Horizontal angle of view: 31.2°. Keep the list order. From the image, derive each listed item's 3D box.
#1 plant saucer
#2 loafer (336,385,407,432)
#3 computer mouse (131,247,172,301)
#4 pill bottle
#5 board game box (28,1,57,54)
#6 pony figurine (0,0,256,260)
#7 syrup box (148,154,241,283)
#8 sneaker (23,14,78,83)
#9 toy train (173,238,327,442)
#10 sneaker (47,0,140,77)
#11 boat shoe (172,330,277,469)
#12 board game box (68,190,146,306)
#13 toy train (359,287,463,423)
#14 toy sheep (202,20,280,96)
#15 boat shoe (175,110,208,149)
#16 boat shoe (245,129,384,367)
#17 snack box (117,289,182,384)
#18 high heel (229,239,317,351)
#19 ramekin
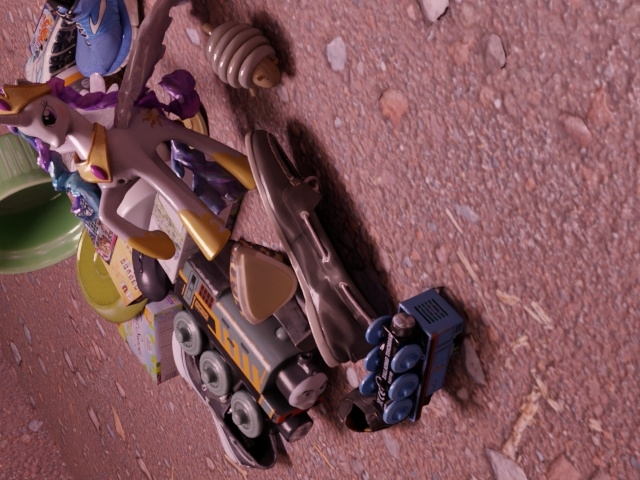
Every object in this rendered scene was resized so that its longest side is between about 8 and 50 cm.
[{"bbox_3d":[-0.400,0.038,2.191,0.241,0.037,0.241,-3,86,44],"label":"plant saucer"},{"bbox_3d":[0.057,0.243,1.625,0.062,0.061,0.170,64,154,1],"label":"loafer"},{"bbox_3d":[-0.314,-0.009,2.002,0.071,0.041,0.242,-17,89,35],"label":"computer mouse"},{"bbox_3d":[-0.348,-0.151,1.923,0.278,0.162,0.162,54,151,20],"label":"pill bottle"},{"bbox_3d":[-0.488,-0.349,2.149,0.136,0.035,0.201,63,153,4],"label":"board game box"},{"bbox_3d":[-0.257,-0.152,1.587,0.363,0.351,0.303,38,125,-10],"label":"pony figurine"},{"bbox_3d":[-0.203,-0.038,1.825,0.093,0.096,0.237,57,153,20],"label":"syrup box"},{"bbox_3d":[-0.469,-0.308,2.005,0.122,0.110,0.283,40,129,25],"label":"sneaker"},{"bbox_3d":[-0.113,0.156,1.793,0.334,0.142,0.190,50,140,27],"label":"toy train"},{"bbox_3d":[-0.363,-0.378,1.766,0.130,0.147,0.330,53,149,26],"label":"sneaker"},{"bbox_3d":[-0.157,0.266,1.987,0.102,0.108,0.301,4,118,61],"label":"boat shoe"},{"bbox_3d":[-0.344,-0.026,2.070,0.165,0.042,0.243,-35,79,33],"label":"board game box"},{"bbox_3d":[0.111,0.148,1.400,0.080,0.105,0.184,48,148,37],"label":"toy train"},{"bbox_3d":[-0.105,-0.241,1.492,0.132,0.091,0.091,35,144,16],"label":"toy sheep"},{"bbox_3d":[-0.211,-0.151,1.797,0.056,0.048,0.153,51,150,26],"label":"boat shoe"},{"bbox_3d":[0.000,0.000,1.519,0.112,0.095,0.335,-17,-95,-81],"label":"boat shoe"},{"bbox_3d":[-0.338,0.152,2.257,0.174,0.070,0.207,47,148,35],"label":"snack box"},{"bbox_3d":[-0.097,0.035,1.615,0.186,0.093,0.261,54,178,39],"label":"high heel"},{"bbox_3d":[-0.573,-0.081,2.250,0.148,0.303,0.303,61,154,26],"label":"ramekin"}]
